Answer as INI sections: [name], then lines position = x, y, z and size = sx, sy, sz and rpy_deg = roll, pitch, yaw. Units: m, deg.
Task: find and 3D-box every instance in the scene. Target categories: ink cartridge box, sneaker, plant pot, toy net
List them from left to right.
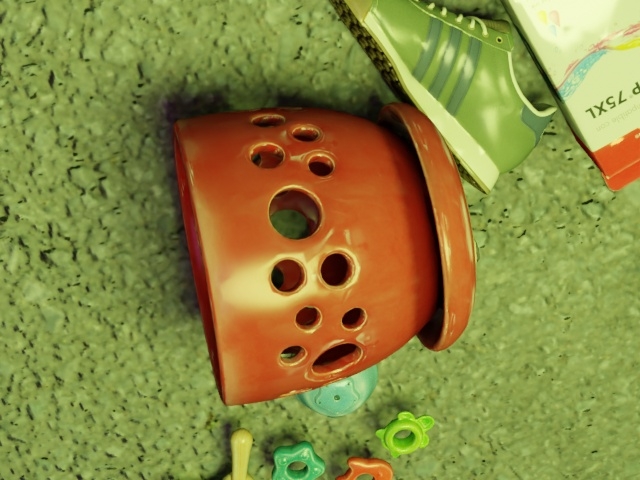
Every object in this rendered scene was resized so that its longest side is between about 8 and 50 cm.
[toy net]
position = -0.028, 0.177, 1.017
size = 0.232, 0.045, 0.122
rpy_deg = -43, 112, 15
[plant pot]
position = 0.000, 0.000, 0.866
size = 0.174, 0.191, 0.191
rpy_deg = -12, 115, -10
[sneaker]
position = 0.086, -0.128, 0.885
size = 0.086, 0.064, 0.192
rpy_deg = -40, 109, -1
[ink cartridge box]
position = 0.211, -0.140, 0.876
size = 0.134, 0.078, 0.231
rpy_deg = -31, 113, 9
